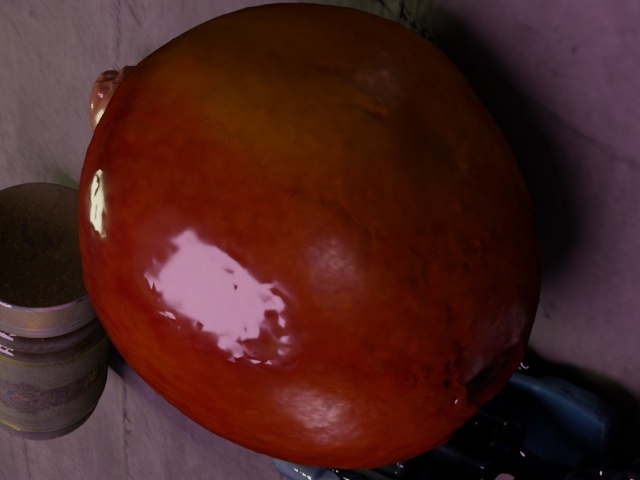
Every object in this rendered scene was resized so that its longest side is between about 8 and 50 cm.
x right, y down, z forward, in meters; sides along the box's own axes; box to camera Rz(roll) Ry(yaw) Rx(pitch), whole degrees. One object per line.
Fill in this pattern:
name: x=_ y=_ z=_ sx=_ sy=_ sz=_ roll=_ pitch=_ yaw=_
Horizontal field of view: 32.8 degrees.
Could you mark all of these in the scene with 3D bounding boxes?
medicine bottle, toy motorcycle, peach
medicine bottle: x=-0.301 y=0.090 z=1.171 sx=0.151 sy=0.151 sz=0.322 roll=40 pitch=147 yaw=14
toy motorcycle: x=0.103 y=0.194 z=0.771 sx=0.416 sy=0.172 sz=0.232 roll=16 pitch=138 yaw=38
peach: x=0.000 y=0.000 z=0.639 sx=0.281 sy=0.238 sz=0.280 roll=1 pitch=96 yaw=14

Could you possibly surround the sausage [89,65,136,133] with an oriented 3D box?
sausage: x=-0.116 y=-0.010 z=0.906 sx=0.086 sy=0.086 sz=0.289 roll=18 pitch=135 yaw=40
